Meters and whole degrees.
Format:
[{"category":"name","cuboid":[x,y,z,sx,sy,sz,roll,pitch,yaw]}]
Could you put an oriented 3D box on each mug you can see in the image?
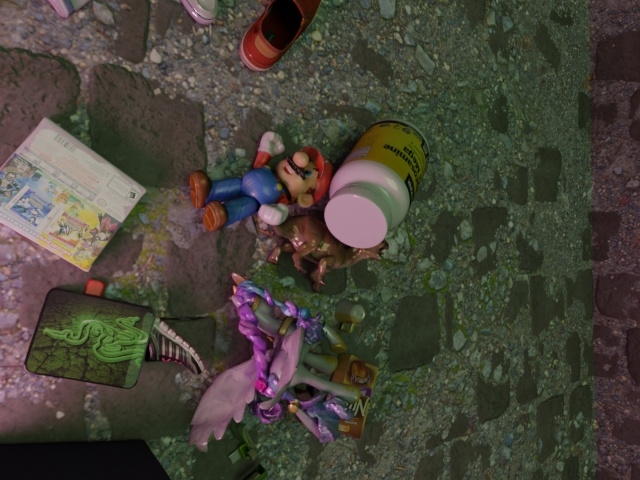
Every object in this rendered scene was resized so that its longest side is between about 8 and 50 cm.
[{"category":"mug","cuboid":[0.082,0.193,1.159,0.062,0.064,0.078,-15,99,-35]}]

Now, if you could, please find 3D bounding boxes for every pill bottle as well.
[{"category":"pill bottle","cuboid":[0.135,-0.138,1.063,0.188,0.188,0.334,54,41,-22]}]

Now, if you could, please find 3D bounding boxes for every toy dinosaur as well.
[{"category":"toy dinosaur","cuboid":[0.000,0.000,1.069,0.295,0.127,0.200,34,71,-26]}]

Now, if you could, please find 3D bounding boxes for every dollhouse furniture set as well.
[{"category":"dollhouse furniture set","cuboid":[-0.173,0.459,0.971,0.058,0.076,0.152,-31,108,-32]}]

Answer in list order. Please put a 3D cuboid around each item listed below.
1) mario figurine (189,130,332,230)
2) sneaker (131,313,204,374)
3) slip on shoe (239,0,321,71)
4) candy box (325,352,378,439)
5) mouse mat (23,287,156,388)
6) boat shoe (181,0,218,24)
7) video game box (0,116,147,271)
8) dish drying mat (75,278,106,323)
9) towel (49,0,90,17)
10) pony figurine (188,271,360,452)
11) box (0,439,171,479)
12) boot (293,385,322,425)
[{"category":"mario figurine","cuboid":[-0.107,-0.138,0.964,0.320,0.170,0.198,-21,100,-32]},{"category":"sneaker","cuboid":[-0.305,0.218,0.888,0.170,0.063,0.075,49,64,-19]},{"category":"slip on shoe","cuboid":[-0.068,-0.529,1.032,0.123,0.101,0.331,39,67,-27]},{"category":"candy box","cuboid":[0.075,0.396,1.148,0.109,0.053,0.187,33,65,-31]},{"category":"mouse mat","cuboid":[-0.411,0.178,0.813,0.189,0.007,0.153,16,80,-18]},{"category":"boat shoe","cuboid":[-0.258,-0.564,0.912,0.083,0.076,0.226,-25,104,-32]},{"category":"video game box","cuboid":[-0.449,-0.076,0.794,0.205,0.048,0.187,40,66,-28]},{"category":"dish drying mat","cuboid":[-0.425,0.115,0.834,0.032,0.008,0.083,20,79,-33]},{"category":"towel","cuboid":[-0.412,-0.556,0.780,0.285,0.034,0.209,-54,145,-23]},{"category":"pony figurine","cuboid":[-0.079,0.266,0.940,0.363,0.303,0.351,43,30,-24]},{"category":"box","cuboid":[-0.438,0.548,0.701,0.293,0.212,0.395,15,81,-34]},{"category":"boot","cuboid":[-0.043,0.400,1.085,0.118,0.042,0.087,2,91,-35]}]
